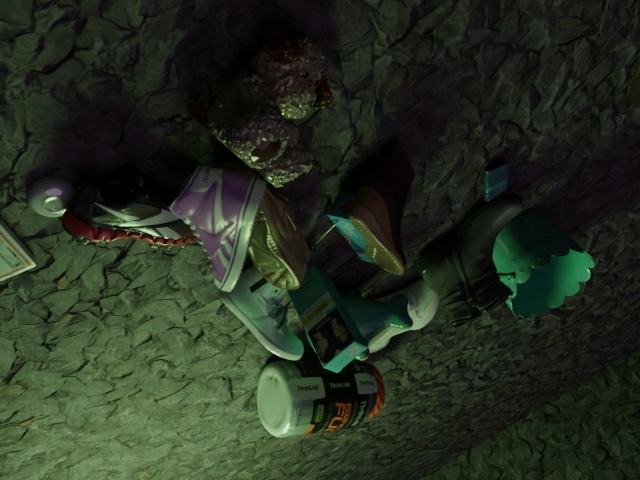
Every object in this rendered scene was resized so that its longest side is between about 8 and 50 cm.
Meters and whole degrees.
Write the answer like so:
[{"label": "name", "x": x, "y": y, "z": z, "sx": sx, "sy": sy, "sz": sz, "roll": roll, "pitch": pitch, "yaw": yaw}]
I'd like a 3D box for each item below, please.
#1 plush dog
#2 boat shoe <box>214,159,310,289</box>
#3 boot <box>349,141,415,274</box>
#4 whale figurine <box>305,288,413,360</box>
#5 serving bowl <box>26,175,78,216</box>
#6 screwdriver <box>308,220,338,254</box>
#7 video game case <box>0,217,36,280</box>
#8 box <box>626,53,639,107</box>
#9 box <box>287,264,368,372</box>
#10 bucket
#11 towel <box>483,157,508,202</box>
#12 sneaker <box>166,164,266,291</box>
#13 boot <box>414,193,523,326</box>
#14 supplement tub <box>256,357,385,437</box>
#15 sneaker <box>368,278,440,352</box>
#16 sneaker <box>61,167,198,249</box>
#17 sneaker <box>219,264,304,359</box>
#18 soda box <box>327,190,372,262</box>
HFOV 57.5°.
[{"label": "plush dog", "x": -0.082, "y": -0.241, "z": 0.975, "sx": 0.225, "sy": 0.210, "sz": 0.262, "roll": -50, "pitch": 167, "yaw": 2}, {"label": "boat shoe", "x": -0.114, "y": -0.043, "z": 1.187, "sx": 0.121, "sy": 0.110, "sz": 0.341, "roll": 5, "pitch": 140, "yaw": 28}, {"label": "boot", "x": 0.165, "y": -0.062, "z": 1.272, "sx": 0.207, "sy": 0.090, "sz": 0.248, "roll": -58, "pitch": 138, "yaw": -21}, {"label": "whale figurine", "x": 0.090, "y": 0.195, "z": 1.469, "sx": 0.271, "sy": 0.216, "sz": 0.141, "roll": -16, "pitch": 134, "yaw": 13}, {"label": "serving bowl", "x": -0.461, "y": -0.070, "z": 1.009, "sx": 0.083, "sy": 0.027, "sz": 0.083, "roll": -17, "pitch": 139, "yaw": -15}, {"label": "screwdriver", "x": 0.000, "y": 0.000, "z": 1.317, "sx": 0.025, "sy": 0.024, "sz": 0.170, "roll": 24, "pitch": 139, "yaw": -25}, {"label": "video game case", "x": -0.673, "y": 0.033, "z": 0.992, "sx": 0.285, "sy": 0.025, "sz": 0.204, "roll": -24, "pitch": 140, "yaw": -7}, {"label": "box", "x": 0.859, "y": -0.370, "z": 1.344, "sx": 0.168, "sy": 0.203, "sz": 0.167, "roll": -20, "pitch": 139, "yaw": -10}, {"label": "box", "x": 0.011, "y": 0.181, "z": 1.377, "sx": 0.100, "sy": 0.244, "sz": 0.060, "roll": -42, "pitch": 139, "yaw": 14}, {"label": "bucket", "x": 0.606, "y": 0.070, "z": 1.664, "sx": 0.281, "sy": 0.183, "sz": 0.281, "roll": -16, "pitch": 138, "yaw": -15}, {"label": "towel", "x": 0.436, "y": -0.149, "z": 1.456, "sx": 0.067, "sy": 0.029, "sz": 0.119, "roll": -26, "pitch": 140, "yaw": -5}, {"label": "sneaker", "x": -0.200, "y": -0.026, "z": 1.066, "sx": 0.161, "sy": 0.102, "sz": 0.282, "roll": 15, "pitch": 132, "yaw": -5}, {"label": "boot", "x": 0.430, "y": 0.058, "z": 1.505, "sx": 0.338, "sy": 0.223, "sz": 0.118, "roll": -43, "pitch": 149, "yaw": 18}, {"label": "supplement tub", "x": 0.006, "y": 0.441, "z": 1.672, "sx": 0.337, "sy": 0.207, "sz": 0.207, "roll": 4, "pitch": 130, "yaw": -33}, {"label": "sneaker", "x": 0.199, "y": 0.202, "z": 1.611, "sx": 0.305, "sy": 0.114, "sz": 0.152, "roll": -38, "pitch": 140, "yaw": 9}, {"label": "sneaker", "x": -0.311, "y": -0.060, "z": 1.053, "sx": 0.276, "sy": 0.098, "sz": 0.135, "roll": 3, "pitch": 124, "yaw": -39}, {"label": "sneaker", "x": -0.093, "y": 0.160, "z": 1.347, "sx": 0.151, "sy": 0.094, "sz": 0.256, "roll": -40, "pitch": 108, "yaw": 11}, {"label": "soda box", "x": 0.097, "y": -0.023, "z": 1.335, "sx": 0.067, "sy": 0.071, "sz": 0.210, "roll": -62, "pitch": 143, "yaw": -19}]
